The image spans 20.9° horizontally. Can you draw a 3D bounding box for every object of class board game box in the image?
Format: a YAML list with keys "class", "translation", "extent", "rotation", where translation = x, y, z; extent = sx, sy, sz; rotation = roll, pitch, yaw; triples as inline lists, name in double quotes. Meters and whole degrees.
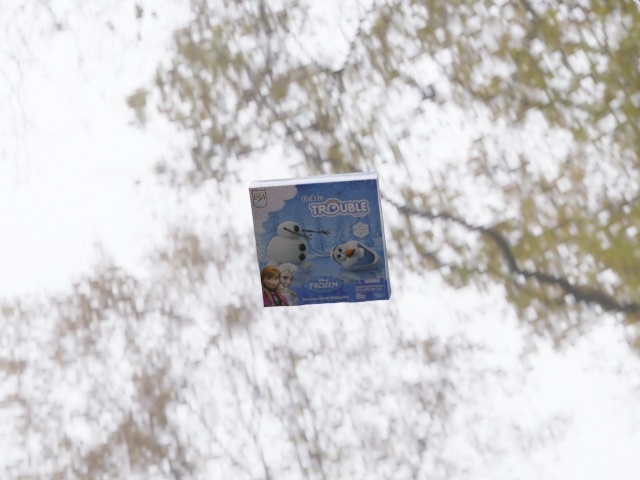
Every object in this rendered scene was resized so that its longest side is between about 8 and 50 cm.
- class: "board game box"
  translation: [0.000, 0.000, 1.204]
  extent: [0.090, 0.020, 0.090]
  rotation: [-4, -73, 9]

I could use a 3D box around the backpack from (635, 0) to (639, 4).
- class: "backpack"
  translation: [0.231, -0.215, 0.815]
  extent: [0.263, 0.213, 0.276]
  rotation: [-37, -49, -9]
